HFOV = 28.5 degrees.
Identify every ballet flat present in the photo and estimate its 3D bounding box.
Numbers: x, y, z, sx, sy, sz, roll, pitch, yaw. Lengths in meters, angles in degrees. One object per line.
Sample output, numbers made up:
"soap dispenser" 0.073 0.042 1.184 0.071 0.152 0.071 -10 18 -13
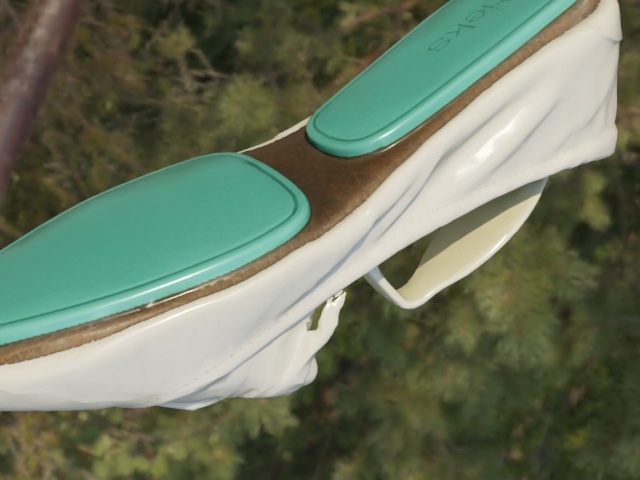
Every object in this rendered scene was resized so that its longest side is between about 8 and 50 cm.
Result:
"ballet flat" 0.000 0.000 0.637 0.400 0.139 0.139 -32 144 -15
